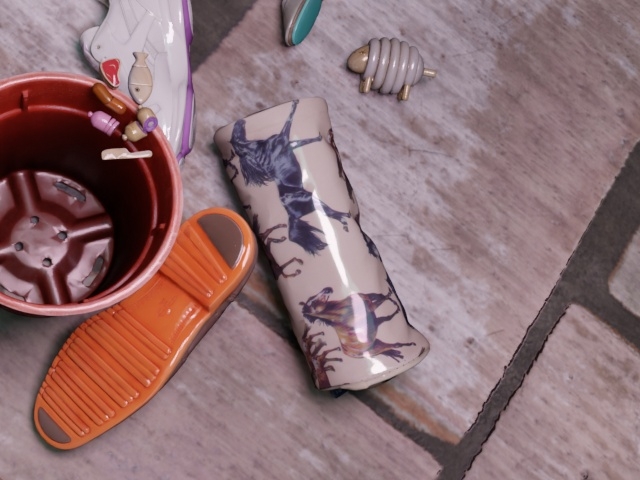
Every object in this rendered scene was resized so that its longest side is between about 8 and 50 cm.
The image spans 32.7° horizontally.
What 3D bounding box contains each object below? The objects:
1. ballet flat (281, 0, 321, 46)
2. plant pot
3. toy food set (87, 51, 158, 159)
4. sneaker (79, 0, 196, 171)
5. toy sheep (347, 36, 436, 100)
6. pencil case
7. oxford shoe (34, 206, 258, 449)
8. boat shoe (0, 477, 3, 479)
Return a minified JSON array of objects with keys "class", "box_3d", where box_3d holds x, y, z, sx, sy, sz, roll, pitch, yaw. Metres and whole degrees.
[{"class":"ballet flat","box_3d":[-0.018,-0.372,1.591,0.068,0.072,0.213,23,68,16]},{"class":"plant pot","box_3d":[-0.321,-0.026,1.291,0.272,0.265,0.273,4,77,-17]},{"class":"toy food set","box_3d":[-0.218,-0.151,1.200,0.077,0.019,0.122,-5,79,-20]},{"class":"sneaker","box_3d":[-0.243,-0.213,1.461,0.152,0.114,0.305,-3,74,-6]},{"class":"toy sheep","box_3d":[0.104,-0.251,1.586,0.132,0.091,0.091,9,75,-11]},{"class":"pencil case","box_3d":[0.000,0.000,1.453,0.159,0.183,0.410,-24,85,11]},{"class":"oxford shoe","box_3d":[-0.205,0.122,1.374,0.363,0.133,0.130,-45,75,-2]},{"class":"boat shoe","box_3d":[-0.415,0.287,1.297,0.190,0.068,0.072,12,63,-16]}]
